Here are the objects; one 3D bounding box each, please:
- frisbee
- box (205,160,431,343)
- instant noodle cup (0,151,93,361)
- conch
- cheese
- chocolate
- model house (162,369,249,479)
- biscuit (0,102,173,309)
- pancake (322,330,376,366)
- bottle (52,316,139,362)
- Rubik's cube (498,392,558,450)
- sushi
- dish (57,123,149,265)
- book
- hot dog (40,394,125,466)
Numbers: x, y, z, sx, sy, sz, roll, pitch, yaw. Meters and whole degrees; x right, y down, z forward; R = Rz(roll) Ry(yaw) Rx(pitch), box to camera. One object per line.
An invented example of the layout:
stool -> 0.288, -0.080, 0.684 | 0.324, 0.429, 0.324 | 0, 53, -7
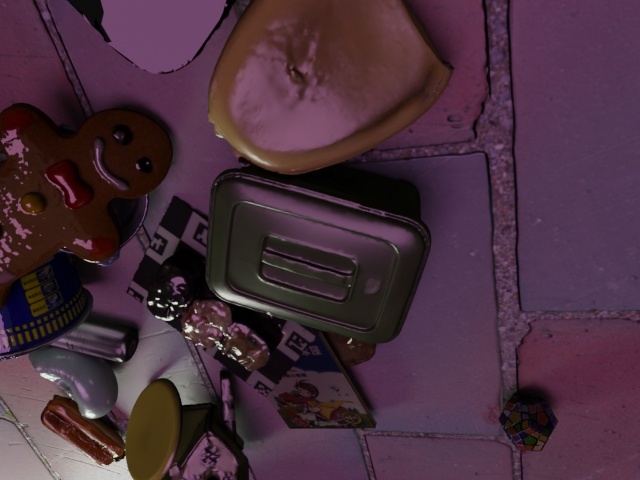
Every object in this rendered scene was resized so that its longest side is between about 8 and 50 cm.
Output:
frisbee -> -0.381, 0.429, 1.273 | 0.017, 0.236, 0.236 | 22, 134, -41
box -> 0.000, 0.000, 0.904 | 0.328, 0.178, 0.253 | 17, 124, 6
instant noodle cup -> -0.592, 0.014, 1.032 | 0.284, 0.284, 0.312 | 4, 116, 13
conch -> -0.562, 0.312, 1.298 | 0.221, 0.121, 0.185 | 47, 132, -13
cheese -> -0.010, -0.220, 0.750 | 0.316, 0.128, 0.259 | -33, 100, 14
chocolate -> -0.175, -0.390, 0.664 | 0.225, 0.210, 0.340 | 12, 117, -3
model house -> -0.280, 0.427, 1.275 | 0.218, 0.205, 0.279 | -5, 99, -8
biscuit -> -0.437, -0.071, 0.897 | 0.432, 0.064, 0.283 | -29, 112, -9
pancake -> 0.004, 0.159, 1.088 | 0.236, 0.042, 0.222 | 44, 127, -16
bottle -> -0.529, 0.197, 1.239 | 0.253, 0.079, 0.096 | 12, 105, 7
Rubik's cube -> 0.394, 0.344, 1.075 | 0.093, 0.111, 0.111 | 30, 131, 29
sushi -> -0.211, 0.146, 1.063 | 0.373, 0.100, 0.296 | 37, 125, 2
dish -> -0.419, -0.084, 0.988 | 0.228, 0.086, 0.236 | 8, 105, -19
book -> -0.041, 0.295, 1.181 | 0.228, 0.018, 0.322 | -12, 124, 28
hot dog -> -0.607, 0.494, 1.468 | 0.104, 0.076, 0.250 | -42, 109, 13
